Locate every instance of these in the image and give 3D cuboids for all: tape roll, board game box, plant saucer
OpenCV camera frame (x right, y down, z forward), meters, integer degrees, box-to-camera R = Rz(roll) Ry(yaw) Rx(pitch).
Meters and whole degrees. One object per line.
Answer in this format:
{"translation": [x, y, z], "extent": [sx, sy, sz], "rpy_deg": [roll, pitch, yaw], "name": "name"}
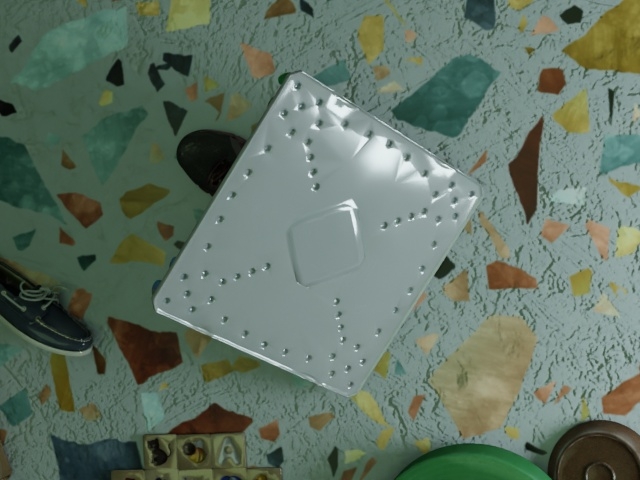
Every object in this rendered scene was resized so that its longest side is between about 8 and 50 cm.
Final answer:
{"translation": [0.231, 0.472, 1.731], "extent": [0.321, 0.077, 0.321], "rpy_deg": [1, 93, 16], "name": "tape roll"}
{"translation": [0.000, 0.000, 1.682], "extent": [0.390, 0.050, 0.390], "rpy_deg": [28, 97, -32], "name": "board game box"}
{"translation": [0.423, 0.355, 1.725], "extent": [0.168, 0.029, 0.168], "rpy_deg": [-4, 80, 25], "name": "plant saucer"}

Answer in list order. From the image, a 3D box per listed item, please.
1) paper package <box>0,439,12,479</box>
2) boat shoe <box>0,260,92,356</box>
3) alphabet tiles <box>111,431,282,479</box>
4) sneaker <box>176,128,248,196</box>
{"translation": [-0.708, 0.299, 1.851], "extent": [0.309, 0.168, 0.325], "rpy_deg": [-21, 89, 10], "name": "paper package"}
{"translation": [-0.470, 0.099, 1.849], "extent": [0.254, 0.095, 0.079], "rpy_deg": [31, 107, 16], "name": "boat shoe"}
{"translation": [-0.196, 0.483, 1.858], "extent": [0.285, 0.011, 0.343], "rpy_deg": [-3, 91, 9], "name": "alphabet tiles"}
{"translation": [-0.109, -0.087, 1.750], "extent": [0.281, 0.162, 0.106], "rpy_deg": [30, 96, 6], "name": "sneaker"}
